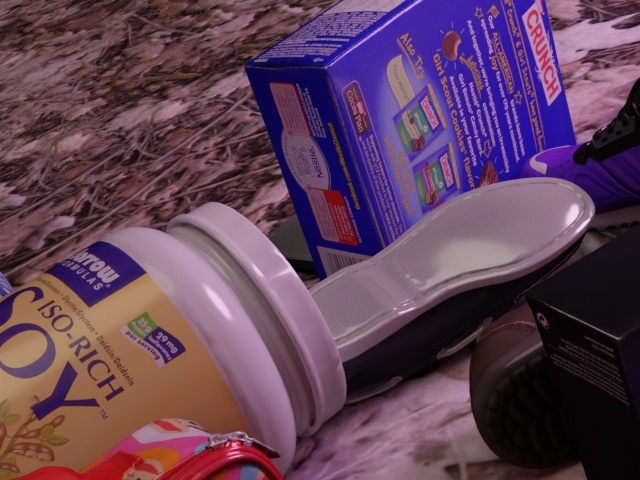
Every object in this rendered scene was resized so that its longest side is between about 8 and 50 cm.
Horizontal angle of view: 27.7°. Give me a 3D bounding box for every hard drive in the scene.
[{"bbox_3d":[0.000,0.000,1.405,0.135,0.022,0.094,5,36,46],"label":"hard drive"}]

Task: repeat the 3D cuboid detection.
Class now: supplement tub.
[{"bbox_3d":[-0.170,0.138,1.000,0.331,0.241,0.241,-33,27,-22],"label":"supplement tub"}]

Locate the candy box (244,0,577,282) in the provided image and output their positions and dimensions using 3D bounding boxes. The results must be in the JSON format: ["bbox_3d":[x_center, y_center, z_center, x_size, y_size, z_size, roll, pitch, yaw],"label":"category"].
[{"bbox_3d":[0.104,-0.126,1.281,0.122,0.268,0.317,11,39,44],"label":"candy box"}]

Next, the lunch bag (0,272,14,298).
[{"bbox_3d":[-0.365,0.138,1.246,0.219,0.176,0.090,-29,30,-11],"label":"lunch bag"}]

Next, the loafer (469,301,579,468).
[{"bbox_3d":[0.263,0.033,0.986,0.366,0.133,0.130,-24,25,-5],"label":"loafer"}]

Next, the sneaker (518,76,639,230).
[{"bbox_3d":[0.302,-0.091,1.193,0.293,0.146,0.102,6,36,45],"label":"sneaker"}]

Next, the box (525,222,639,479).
[{"bbox_3d":[0.286,0.060,0.853,0.261,0.184,0.103,-30,28,-16],"label":"box"}]

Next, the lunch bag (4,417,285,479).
[{"bbox_3d":[-0.129,0.241,0.735,0.293,0.258,0.120,-37,28,-29],"label":"lunch bag"}]

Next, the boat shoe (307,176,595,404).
[{"bbox_3d":[0.107,0.043,1.145,0.303,0.091,0.114,-24,44,-9],"label":"boat shoe"}]
